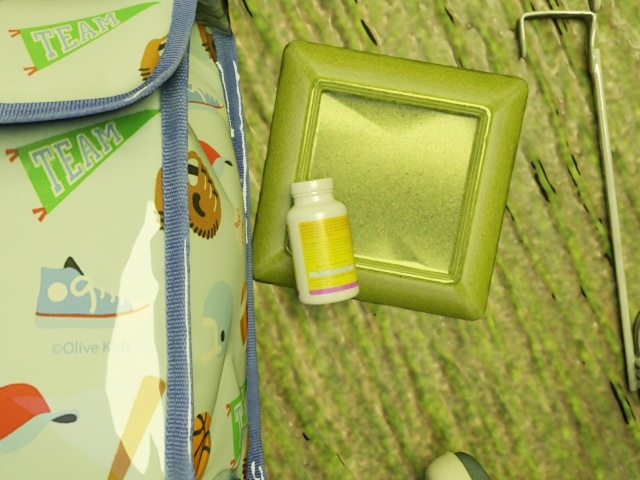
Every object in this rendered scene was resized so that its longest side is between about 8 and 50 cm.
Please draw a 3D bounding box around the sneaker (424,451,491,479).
[{"bbox_3d":[0.216,0.270,0.561,0.148,0.131,0.350,-36,97,-1],"label":"sneaker"}]

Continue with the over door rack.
[{"bbox_3d":[0.229,-0.014,0.470,0.108,0.239,0.325,-19,94,7],"label":"over door rack"}]

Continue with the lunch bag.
[{"bbox_3d":[-0.214,-0.011,0.509,0.327,0.239,0.386,-3,79,4],"label":"lunch bag"}]

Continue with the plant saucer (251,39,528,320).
[{"bbox_3d":[0.048,-0.043,0.576,0.188,0.045,0.188,10,95,3],"label":"plant saucer"}]

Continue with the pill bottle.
[{"bbox_3d":[0.000,0.000,0.537,0.043,0.043,0.083,-9,95,4],"label":"pill bottle"}]
